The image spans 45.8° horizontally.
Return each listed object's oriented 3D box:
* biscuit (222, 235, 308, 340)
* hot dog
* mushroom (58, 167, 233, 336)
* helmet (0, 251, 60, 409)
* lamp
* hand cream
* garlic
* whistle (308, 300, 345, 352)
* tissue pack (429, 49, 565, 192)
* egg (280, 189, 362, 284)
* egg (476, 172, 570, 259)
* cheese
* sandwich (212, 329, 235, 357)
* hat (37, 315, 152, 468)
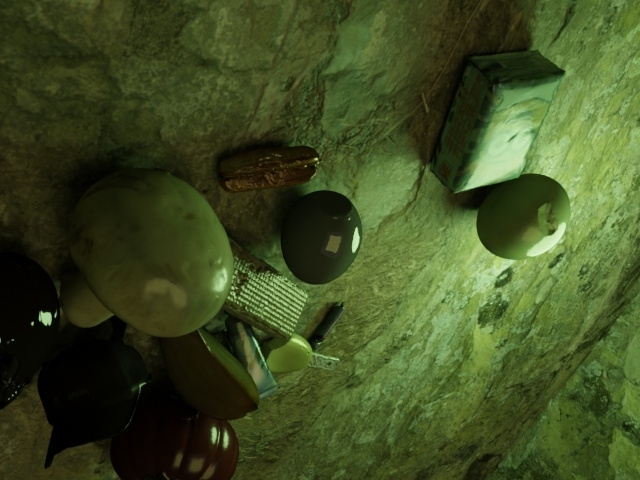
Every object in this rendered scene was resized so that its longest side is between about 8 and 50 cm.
[{"bbox_3d":[-0.171,0.095,1.661,0.426,0.079,0.144,39,70,-53],"label":"biscuit"},{"bbox_3d":[-0.097,-0.147,1.521,0.236,0.062,0.092,-8,133,-31],"label":"hot dog"},{"bbox_3d":[-0.334,0.046,1.375,0.336,0.314,0.314,-30,151,33],"label":"mushroom"},{"bbox_3d":[-0.563,0.144,1.326,0.177,0.225,0.305,-44,166,-47],"label":"helmet"},{"bbox_3d":[-0.346,0.497,1.808,0.303,0.257,0.303,6,149,4],"label":"lamp"},{"bbox_3d":[-0.171,0.269,1.807,0.088,0.055,0.256,-25,112,-23],"label":"hand cream"},{"bbox_3d":[-0.258,0.245,1.696,0.151,0.196,0.338,-40,107,-42],"label":"garlic"},{"bbox_3d":[0.014,0.234,2.029,0.033,0.033,0.176,12,120,-46],"label":"whistle"},{"bbox_3d":[0.405,-0.274,1.758,0.228,0.128,0.310,-13,138,-30],"label":"tissue pack"},{"bbox_3d":[0.000,0.000,1.658,0.176,0.176,0.231,-16,136,-28],"label":"egg"},{"bbox_3d":[0.540,-0.062,2.009,0.269,0.219,0.219,-34,143,-8],"label":"egg"},{"bbox_3d":[-0.049,0.307,2.007,0.255,0.050,0.127,17,111,-38],"label":"cheese"},{"bbox_3d":[-0.207,0.320,1.890,0.094,0.096,0.258,-31,145,-19],"label":"sandwich"},{"bbox_3d":[-0.478,0.272,1.494,0.238,0.336,0.208,-24,104,6],"label":"hat"}]
